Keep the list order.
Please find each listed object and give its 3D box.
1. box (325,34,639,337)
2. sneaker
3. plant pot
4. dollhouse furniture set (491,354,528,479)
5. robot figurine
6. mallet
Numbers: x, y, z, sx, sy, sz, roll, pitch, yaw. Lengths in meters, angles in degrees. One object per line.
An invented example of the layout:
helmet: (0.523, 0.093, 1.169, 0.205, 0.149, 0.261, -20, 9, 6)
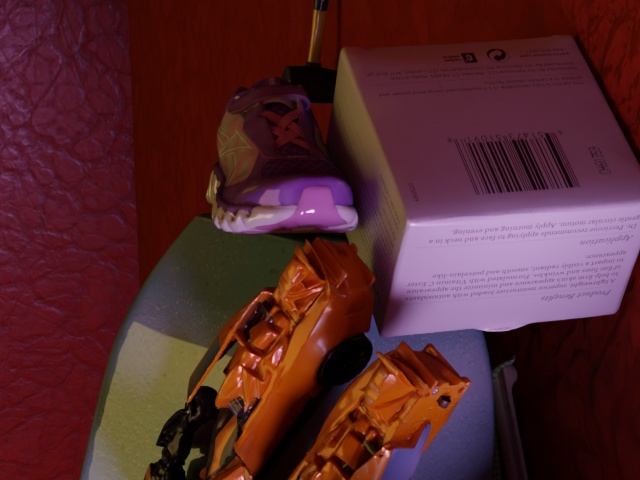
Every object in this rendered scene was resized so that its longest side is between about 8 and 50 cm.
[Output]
box: (0.111, -0.041, 1.171, 0.119, 0.181, 0.182, 101, 158, -45)
sneaker: (-0.032, -0.062, 1.192, 0.236, 0.095, 0.104, -140, 53, -75)
plant pot: (-0.012, 0.107, 1.298, 0.248, 0.247, 0.252, 14, 101, 37)
dollhouse furniture set: (0.067, 0.137, 1.444, 0.197, 0.151, 0.301, 129, 134, -68)
robot figurine: (-0.035, 0.152, 1.113, 0.211, 0.085, 0.291, 50, 116, 35)
mallet: (-0.010, -0.238, 1.771, 0.039, 0.062, 0.190, -132, 40, -68)
